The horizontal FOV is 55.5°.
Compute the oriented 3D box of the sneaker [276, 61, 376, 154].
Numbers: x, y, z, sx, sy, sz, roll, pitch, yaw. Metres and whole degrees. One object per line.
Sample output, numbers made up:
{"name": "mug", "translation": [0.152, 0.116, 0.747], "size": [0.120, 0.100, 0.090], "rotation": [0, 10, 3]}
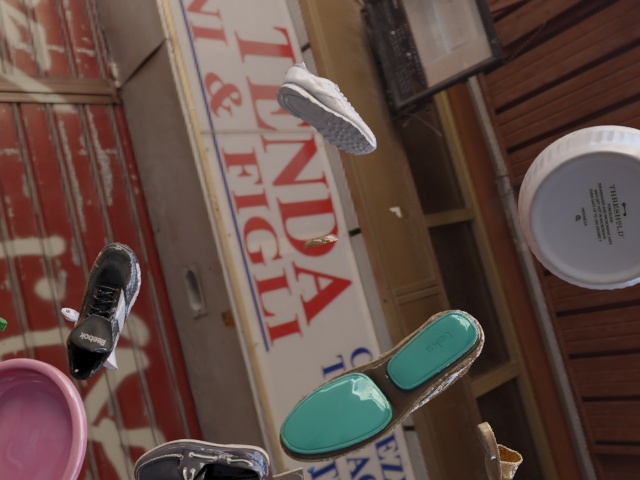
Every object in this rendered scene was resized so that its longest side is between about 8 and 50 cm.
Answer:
{"name": "sneaker", "translation": [0.027, -0.264, 1.228], "size": [0.090, 0.235, 0.095], "rotation": [-28, -147, 50]}

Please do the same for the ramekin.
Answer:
{"name": "ramekin", "translation": [0.450, -0.045, 0.977], "size": [0.272, 0.127, 0.273], "rotation": [7, -74, 26]}

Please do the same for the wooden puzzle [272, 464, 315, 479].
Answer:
{"name": "wooden puzzle", "translation": [-0.070, 0.513, 1.313], "size": [0.079, 0.116, 0.014], "rotation": [96, -21, -43]}

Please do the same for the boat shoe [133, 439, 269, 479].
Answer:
{"name": "boat shoe", "translation": [-0.180, 0.344, 0.908], "size": [0.065, 0.206, 0.075], "rotation": [-117, -154, -86]}

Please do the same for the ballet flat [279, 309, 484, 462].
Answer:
{"name": "ballet flat", "translation": [0.061, 0.140, 0.552], "size": [0.073, 0.206, 0.067], "rotation": [58, -5, 33]}

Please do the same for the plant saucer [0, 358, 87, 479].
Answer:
{"name": "plant saucer", "translation": [-0.609, 0.409, 1.231], "size": [0.332, 0.084, 0.332], "rotation": [-4, -107, 13]}

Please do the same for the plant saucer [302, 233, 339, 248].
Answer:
{"name": "plant saucer", "translation": [0.000, 0.000, 1.325], "size": [0.083, 0.083, 0.015], "rotation": [-12, -86, 47]}

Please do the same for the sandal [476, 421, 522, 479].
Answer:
{"name": "sandal", "translation": [0.419, 0.498, 1.382], "size": [0.088, 0.079, 0.240], "rotation": [-110, -179, -60]}

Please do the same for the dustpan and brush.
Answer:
{"name": "dustpan and brush", "translation": [-0.485, 0.183, 1.283], "size": [0.060, 0.211, 0.147], "rotation": [-26, -118, 13]}

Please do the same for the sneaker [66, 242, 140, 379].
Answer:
{"name": "sneaker", "translation": [-0.336, 0.119, 0.937], "size": [0.106, 0.078, 0.234], "rotation": [-103, -146, -66]}

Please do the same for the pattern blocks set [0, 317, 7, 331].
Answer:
{"name": "pattern blocks set", "translation": [-0.692, 0.104, 1.007], "size": [0.285, 0.325, 0.026], "rotation": [19, -95, 33]}
